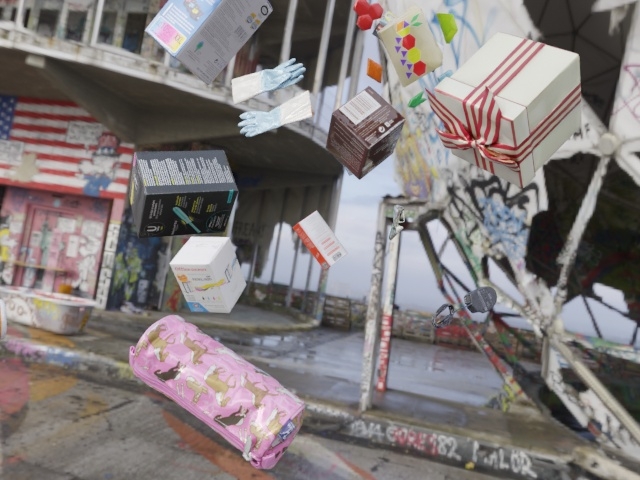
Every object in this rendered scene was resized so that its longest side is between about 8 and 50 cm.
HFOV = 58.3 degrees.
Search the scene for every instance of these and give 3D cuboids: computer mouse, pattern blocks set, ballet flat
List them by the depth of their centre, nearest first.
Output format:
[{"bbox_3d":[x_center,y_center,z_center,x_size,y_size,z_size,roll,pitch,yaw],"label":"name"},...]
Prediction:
[{"bbox_3d":[0.246,-0.534,1.573,0.286,0.324,0.026,-24,24,-8],"label":"pattern blocks set"},{"bbox_3d":[0.404,0.189,1.620,0.242,0.071,0.041,-18,-5,-26],"label":"computer mouse"},{"bbox_3d":[0.241,-0.053,1.788,0.041,0.114,0.041,10,5,-1],"label":"ballet flat"}]

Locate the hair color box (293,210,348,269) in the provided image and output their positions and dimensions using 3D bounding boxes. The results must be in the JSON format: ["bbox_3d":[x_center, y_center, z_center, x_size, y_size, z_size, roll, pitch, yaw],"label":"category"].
[{"bbox_3d":[0.000,0.000,1.506,0.072,0.141,0.043,-36,-1,-31],"label":"hair color box"}]

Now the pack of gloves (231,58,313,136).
[{"bbox_3d":[-0.132,-0.394,1.613,0.232,0.194,0.046,-13,-18,20],"label":"pack of gloves"}]

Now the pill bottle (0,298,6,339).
[{"bbox_3d":[-1.010,0.232,1.613,0.216,0.121,0.121,-2,3,-35],"label":"pill bottle"}]

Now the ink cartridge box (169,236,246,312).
[{"bbox_3d":[-0.408,0.124,2.106,0.171,0.232,0.168,-1,35,21],"label":"ink cartridge box"}]

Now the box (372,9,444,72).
[{"bbox_3d":[0.290,-0.651,1.868,0.233,0.044,0.159,31,39,-5],"label":"box"}]

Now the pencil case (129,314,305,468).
[{"bbox_3d":[-0.220,0.314,1.223,0.386,0.160,0.167,32,-1,14],"label":"pencil case"}]

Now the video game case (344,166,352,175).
[{"bbox_3d":[0.159,-0.343,2.242,0.166,0.119,0.015,-27,2,10],"label":"video game case"}]

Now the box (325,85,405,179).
[{"bbox_3d":[0.138,-0.338,1.816,0.167,0.168,0.203,45,-19,13],"label":"box"}]

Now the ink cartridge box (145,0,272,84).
[{"bbox_3d":[-0.314,-0.708,1.774,0.151,0.395,0.270,44,5,9],"label":"ink cartridge box"}]

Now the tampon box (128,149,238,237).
[{"bbox_3d":[-0.247,-0.084,1.020,0.161,0.101,0.120,-5,-35,-28],"label":"tampon box"}]

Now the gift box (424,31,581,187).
[{"bbox_3d":[0.413,-0.309,1.317,0.255,0.258,0.276,36,-13,45],"label":"gift box"}]
